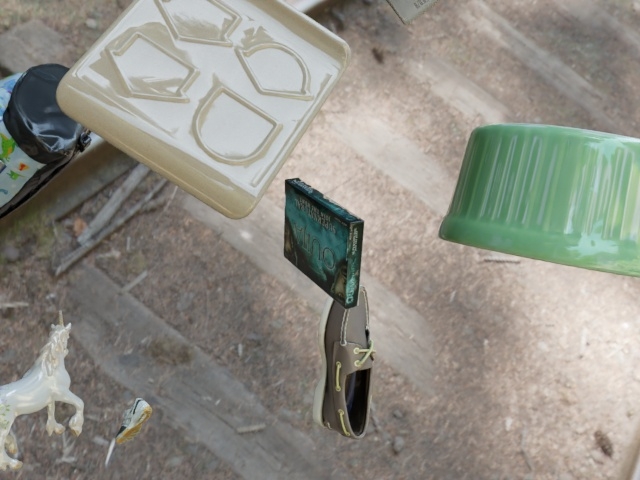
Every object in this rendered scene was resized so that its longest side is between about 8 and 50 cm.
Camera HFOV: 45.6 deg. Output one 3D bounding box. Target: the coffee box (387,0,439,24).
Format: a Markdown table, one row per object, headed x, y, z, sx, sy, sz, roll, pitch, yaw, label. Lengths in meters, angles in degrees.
| x | y | z | sx | sy | sz | roll | pitch | yaw | label |
| --- | --- | --- | --- | --- | --- | --- | --- | --- | --- |
| 0.123 | -0.289 | 0.540 | 0.141 | 0.246 | 0.098 | 52 | 26 | -11 | coffee box |

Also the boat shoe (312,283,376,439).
| x | y | z | sx | sy | sz | roll | pitch | yaw | label |
| --- | --- | --- | --- | --- | --- | --- | --- | --- | --- |
| 0.057 | 0.224 | 1.435 | 0.096 | 0.324 | 0.116 | 21 | 25 | 35 | boat shoe |

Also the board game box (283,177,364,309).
| x | y | z | sx | sy | sz | roll | pitch | yaw | label |
| --- | --- | --- | --- | --- | --- | --- | --- | --- | --- |
| 0.000 | 0.000 | 1.057 | 0.026 | 0.126 | 0.186 | -10 | 26 | -27 | board game box |

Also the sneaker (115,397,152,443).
| x | y | z | sx | sy | sz | roll | pitch | yaw | label |
| --- | --- | --- | --- | --- | --- | --- | --- | --- | --- |
| -0.316 | 0.300 | 1.269 | 0.037 | 0.083 | 0.032 | 42 | 4 | 31 | sneaker |

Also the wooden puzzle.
| x | y | z | sx | sy | sz | roll | pitch | yaw | label |
| --- | --- | --- | --- | --- | --- | --- | --- | --- | --- |
| -0.166 | -0.239 | 1.152 | 0.322 | 0.080 | 0.348 | 32 | 67 | -3 | wooden puzzle |

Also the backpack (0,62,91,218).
| x | y | z | sx | sy | sz | roll | pitch | yaw | label |
| --- | --- | --- | --- | --- | --- | --- | --- | --- | --- |
| -0.631 | -0.172 | 1.497 | 0.273 | 0.355 | 0.290 | 31 | 31 | -20 | backpack |

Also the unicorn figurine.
| x | y | z | sx | sy | sz | roll | pitch | yaw | label |
| --- | --- | --- | --- | --- | --- | --- | --- | --- | --- |
| -0.288 | 0.156 | 0.771 | 0.162 | 0.060 | 0.111 | -36 | 121 | -55 | unicorn figurine |

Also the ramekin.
| x | y | z | sx | sy | sz | roll | pitch | yaw | label |
| --- | --- | --- | --- | --- | --- | --- | --- | --- | --- |
| 0.306 | -0.048 | 0.934 | 0.303 | 0.303 | 0.148 | 9 | 93 | -21 | ramekin |
